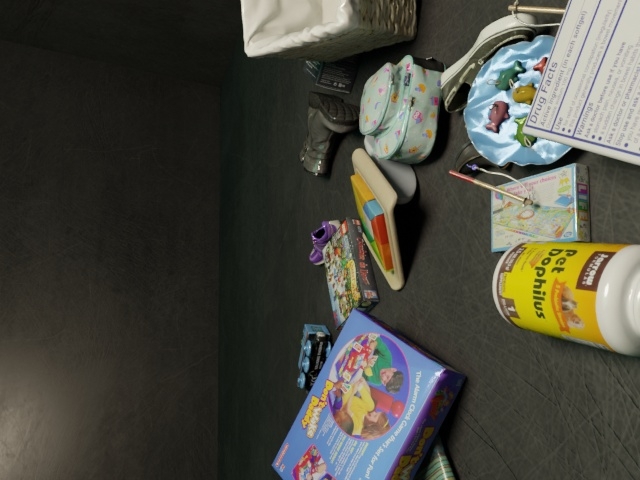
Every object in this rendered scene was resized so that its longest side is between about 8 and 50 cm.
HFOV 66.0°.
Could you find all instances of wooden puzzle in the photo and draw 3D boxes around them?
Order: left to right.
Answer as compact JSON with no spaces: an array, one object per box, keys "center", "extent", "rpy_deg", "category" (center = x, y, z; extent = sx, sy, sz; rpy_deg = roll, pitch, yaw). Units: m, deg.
[{"center":[0.113,-0.044,1.040],"extent":[0.221,0.044,0.239],"rpy_deg":[-114,10,-50],"category":"wooden puzzle"}]

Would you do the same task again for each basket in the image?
[{"center":[0.017,-0.574,1.067],"extent":[0.328,0.266,0.332],"rpy_deg":[6,101,46],"category":"basket"}]

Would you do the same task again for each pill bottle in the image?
[{"center":[0.310,0.061,0.560],"extent":[0.215,0.117,0.117],"rpy_deg":[-177,93,-67],"category":"pill bottle"}]

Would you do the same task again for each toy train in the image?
[{"center":[-0.019,0.320,1.337],"extent":[0.105,0.080,0.184],"rpy_deg":[-122,40,-69],"category":"toy train"}]

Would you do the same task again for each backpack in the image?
[{"center":[0.157,-0.247,0.965],"extent":[0.166,0.144,0.189],"rpy_deg":[-179,89,-73],"category":"backpack"}]

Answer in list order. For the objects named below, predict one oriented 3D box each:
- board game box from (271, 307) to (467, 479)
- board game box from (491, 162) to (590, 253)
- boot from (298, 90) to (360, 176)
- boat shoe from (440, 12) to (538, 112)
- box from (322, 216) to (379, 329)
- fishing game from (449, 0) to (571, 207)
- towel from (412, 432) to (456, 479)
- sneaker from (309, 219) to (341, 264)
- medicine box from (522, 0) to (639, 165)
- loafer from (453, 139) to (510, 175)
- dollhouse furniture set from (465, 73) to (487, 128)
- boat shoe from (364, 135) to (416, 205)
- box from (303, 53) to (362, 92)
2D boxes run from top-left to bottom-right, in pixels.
[{"center":[0.074,0.331,0.889],"extent":[0.233,0.078,0.347],"rpy_deg":[29,92,49],"category":"board game box"},{"center":[0.308,-0.040,0.706],"extent":[0.154,0.026,0.104],"rpy_deg":[165,109,-66],"category":"board game box"},{"center":[0.020,-0.277,1.371],"extent":[0.338,0.118,0.223],"rpy_deg":[-109,29,-65],"category":"boot"},{"center":[0.271,-0.278,0.801],"extent":[0.219,0.077,0.070],"rpy_deg":[143,130,-70],"category":"boat shoe"},{"center":[0.069,0.082,1.221],"extent":[0.159,0.044,0.233],"rpy_deg":[123,145,-48],"category":"box"},{"center":[0.282,-0.189,0.675],"extent":[0.189,0.041,0.264],"rpy_deg":[32,108,37],"category":"fishing game"},{"center":[0.191,0.547,0.829],"extent":[0.271,0.040,0.370],"rpy_deg":[118,150,-42],"category":"towel"},{"center":[0.000,0.000,1.372],"extent":[0.170,0.071,0.068],"rpy_deg":[117,149,-42],"category":"sneaker"},{"center":[0.370,-0.187,0.439],"extent":[0.289,0.149,0.264],"rpy_deg":[-130,50,-60],"category":"medicine box"},{"center":[0.273,-0.139,0.774],"extent":[0.170,0.062,0.061],"rpy_deg":[138,129,-59],"category":"loafer"},{"center":[0.269,-0.185,0.788],"extent":[0.081,0.090,0.114],"rpy_deg":[-62,-14,-18],"category":"dollhouse furniture set"},{"center":[0.143,-0.145,1.073],"extent":[0.076,0.080,0.229],"rpy_deg":[92,163,-47],"category":"boat shoe"},{"center":[0.043,-0.536,1.355],"extent":[0.153,0.108,0.207],"rpy_deg":[-116,39,-52],"category":"box"}]
